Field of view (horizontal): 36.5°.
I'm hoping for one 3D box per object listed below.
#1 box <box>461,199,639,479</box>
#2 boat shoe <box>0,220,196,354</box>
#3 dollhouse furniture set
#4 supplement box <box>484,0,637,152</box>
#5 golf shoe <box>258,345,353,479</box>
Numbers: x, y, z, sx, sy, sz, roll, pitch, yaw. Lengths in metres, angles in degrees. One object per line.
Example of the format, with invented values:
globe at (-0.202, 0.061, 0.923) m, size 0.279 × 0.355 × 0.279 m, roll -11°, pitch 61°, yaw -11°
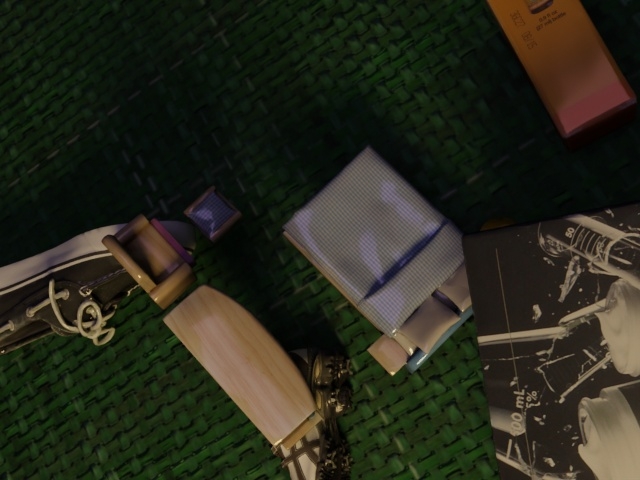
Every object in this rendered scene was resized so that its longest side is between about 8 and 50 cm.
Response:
box at (0.309, 0.135, 0.759) m, size 0.312 × 0.179 × 0.343 m, roll -13°, pitch 83°, yaw 35°
boat shoe at (-0.266, 0.061, 1.061) m, size 0.306 × 0.113 × 0.105 m, roll -16°, pitch 74°, yaw 16°
dollhouse furniture set at (0.000, 0.000, 0.884) m, size 0.303 × 0.198 × 0.286 m, roll -42°, pitch 80°, yaw -9°
supplement box at (0.220, -0.207, 0.949) m, size 0.078 × 0.080 × 0.233 m, roll -28°, pitch 77°, yaw 13°
golf shoe at (-0.019, 0.208, 0.987) m, size 0.094 × 0.077 × 0.198 m, roll -3°, pitch 72°, yaw 21°
